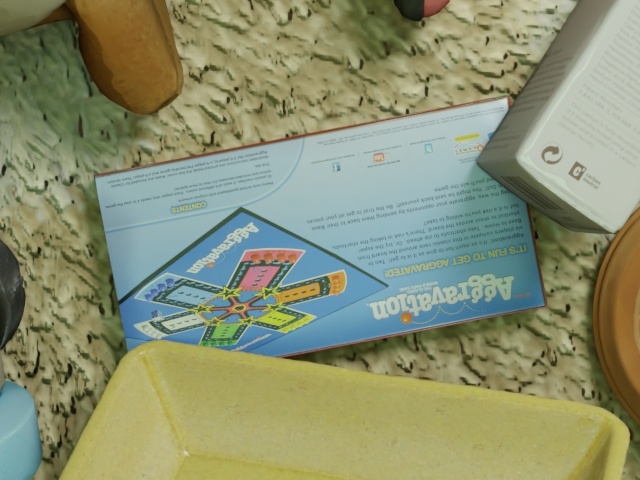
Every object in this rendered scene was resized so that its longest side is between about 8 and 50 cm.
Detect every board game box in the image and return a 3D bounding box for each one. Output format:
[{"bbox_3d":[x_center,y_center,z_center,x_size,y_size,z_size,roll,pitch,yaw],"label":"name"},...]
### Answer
[{"bbox_3d":[0.000,0.000,1.022,0.281,0.027,0.145,-10,91,2],"label":"board game box"}]

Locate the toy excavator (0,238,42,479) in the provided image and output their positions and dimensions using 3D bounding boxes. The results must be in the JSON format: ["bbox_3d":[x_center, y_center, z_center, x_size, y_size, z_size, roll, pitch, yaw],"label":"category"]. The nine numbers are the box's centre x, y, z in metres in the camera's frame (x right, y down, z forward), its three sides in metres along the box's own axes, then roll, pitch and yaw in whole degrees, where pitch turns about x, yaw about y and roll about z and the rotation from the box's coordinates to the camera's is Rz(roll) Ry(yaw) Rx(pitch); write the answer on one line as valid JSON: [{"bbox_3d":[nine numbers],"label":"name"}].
[{"bbox_3d":[-0.378,0.238,0.969,0.432,0.222,0.445,-7,102,3],"label":"toy excavator"}]

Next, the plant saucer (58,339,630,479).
[{"bbox_3d":[-0.012,0.221,0.879,0.332,0.333,0.081,8,135,16],"label":"plant saucer"}]

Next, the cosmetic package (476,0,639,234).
[{"bbox_3d":[0.200,-0.121,0.953,0.085,0.117,0.231,35,88,-7],"label":"cosmetic package"}]

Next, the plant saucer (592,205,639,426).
[{"bbox_3d":[0.268,0.052,0.976,0.199,0.037,0.200,1,93,26],"label":"plant saucer"}]

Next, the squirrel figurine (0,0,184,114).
[{"bbox_3d":[-0.332,-0.223,0.933,0.370,0.281,0.397,-17,79,12],"label":"squirrel figurine"}]

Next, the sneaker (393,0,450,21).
[{"bbox_3d":[0.132,-0.281,0.960,0.136,0.116,0.314,18,93,-1],"label":"sneaker"}]
